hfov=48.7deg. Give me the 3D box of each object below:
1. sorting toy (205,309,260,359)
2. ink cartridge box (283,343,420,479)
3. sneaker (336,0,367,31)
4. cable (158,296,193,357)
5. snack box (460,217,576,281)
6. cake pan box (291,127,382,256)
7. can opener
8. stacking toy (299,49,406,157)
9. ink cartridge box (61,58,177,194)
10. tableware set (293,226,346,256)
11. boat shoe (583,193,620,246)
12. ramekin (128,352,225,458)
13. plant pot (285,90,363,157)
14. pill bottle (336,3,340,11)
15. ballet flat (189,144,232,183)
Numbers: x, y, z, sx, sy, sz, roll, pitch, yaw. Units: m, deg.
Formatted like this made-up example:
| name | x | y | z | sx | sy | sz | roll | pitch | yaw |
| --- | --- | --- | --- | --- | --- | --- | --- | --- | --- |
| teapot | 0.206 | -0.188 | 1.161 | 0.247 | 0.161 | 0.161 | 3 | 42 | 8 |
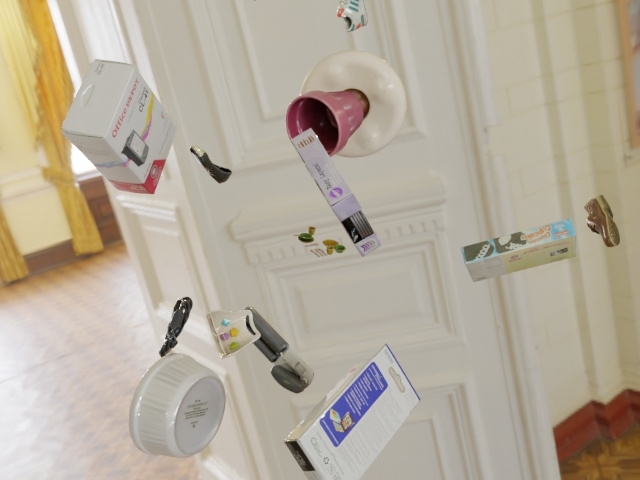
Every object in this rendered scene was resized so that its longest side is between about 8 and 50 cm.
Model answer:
| name | x | y | z | sx | sy | sz | roll | pitch | yaw |
| --- | --- | --- | --- | --- | --- | --- | --- | --- | --- |
| sorting toy | -0.143 | 0.152 | 1.187 | 0.075 | 0.083 | 0.045 | -20 | -19 | -11 |
| ink cartridge box | 0.085 | 0.414 | 1.635 | 0.069 | 0.175 | 0.371 | -23 | 11 | 48 |
| sneaker | 0.077 | -0.658 | 1.967 | 0.075 | 0.161 | 0.057 | -36 | 39 | -19 |
| cable | -0.403 | 0.240 | 1.972 | 0.047 | 0.150 | 0.184 | 19 | 41 | -12 |
| snack box | 0.594 | 0.034 | 2.109 | 0.322 | 0.060 | 0.187 | -16 | -25 | 14 |
| cake pan box | 0.041 | -0.114 | 1.750 | 0.070 | 0.246 | 0.267 | -32 | 51 | 4 |
| can opener | -0.134 | 0.299 | 1.922 | 0.076 | 0.283 | 0.095 | -52 | -18 | 18 |
| stacking toy | 0.128 | -0.514 | 2.464 | 0.351 | 0.350 | 0.480 | -10 | 22 | 12 |
| ink cartridge box | -0.514 | -0.289 | 1.855 | 0.131 | 0.226 | 0.306 | 10 | -20 | 14 |
| tableware set | 0.000 | 0.000 | 2.004 | 0.104 | 0.024 | 0.154 | -9 | 29 | -30 |
| boat shoe | 0.691 | -0.041 | 1.740 | 0.060 | 0.064 | 0.178 | -29 | 31 | 27 |
| ramekin | -0.361 | 0.440 | 1.845 | 0.127 | 0.272 | 0.273 | 11 | 25 | 29 |
| plant pot | 0.027 | -0.359 | 2.098 | 0.201 | 0.201 | 0.180 | 0 | 24 | 40 |
| pill bottle | 0.095 | -0.703 | 2.167 | 0.083 | 0.043 | 0.043 | 26 | 11 | -11 |
| ballet flat | -0.286 | -0.204 | 1.829 | 0.049 | 0.173 | 0.057 | -45 | 61 | -3 |
